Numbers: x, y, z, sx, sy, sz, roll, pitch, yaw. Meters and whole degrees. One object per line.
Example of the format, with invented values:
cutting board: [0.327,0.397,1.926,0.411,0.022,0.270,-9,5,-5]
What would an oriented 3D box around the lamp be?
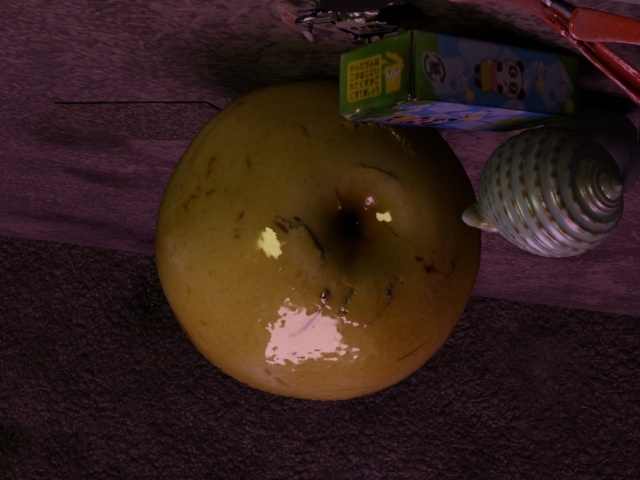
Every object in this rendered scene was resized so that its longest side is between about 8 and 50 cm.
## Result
lamp: [0.265,-0.085,1.021,0.105,0.105,0.105,8,171,1]

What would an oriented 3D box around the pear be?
pear: [0.000,0.000,1.072,0.348,0.349,0.348,8,171,1]

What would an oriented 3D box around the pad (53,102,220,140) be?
pad: [-0.203,-0.151,1.326,0.234,0.003,0.158,3,170,27]

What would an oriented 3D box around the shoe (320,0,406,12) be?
shoe: [0.067,-0.204,0.653,0.071,0.049,0.179,0,160,-42]

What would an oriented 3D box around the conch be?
conch: [0.201,-0.053,0.919,0.153,0.135,0.102,18,139,37]

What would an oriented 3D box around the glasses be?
glasses: [0.245,-0.128,0.719,0.268,0.118,0.234,32,-171,-28]

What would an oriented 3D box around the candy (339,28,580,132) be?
candy: [0.120,-0.131,0.882,0.194,0.062,0.097,0,176,-35]

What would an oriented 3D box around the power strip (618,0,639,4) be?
power strip: [0.273,-0.175,0.641,0.270,0.046,0.118,8,171,-2]

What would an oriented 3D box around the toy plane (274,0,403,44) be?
toy plane: [0.022,-0.184,0.849,0.120,0.031,0.049,0,163,28]
